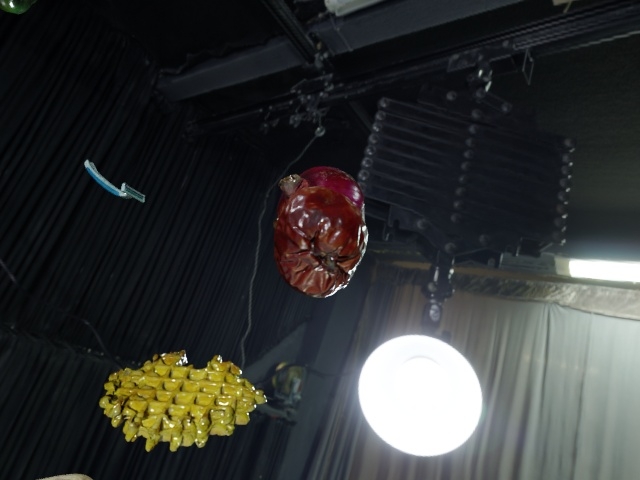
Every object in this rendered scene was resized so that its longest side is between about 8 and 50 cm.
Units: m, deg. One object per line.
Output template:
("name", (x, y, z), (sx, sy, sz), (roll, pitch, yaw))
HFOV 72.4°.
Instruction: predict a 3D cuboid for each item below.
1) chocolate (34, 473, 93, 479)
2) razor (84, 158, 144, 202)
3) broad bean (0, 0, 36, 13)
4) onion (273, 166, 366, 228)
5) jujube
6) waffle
("chocolate", (-0.576, 0.523, 0.827), (0.309, 0.134, 0.134), (1, -12, -21))
("razor", (-0.491, -0.137, 1.013), (0.191, 0.037, 0.068), (29, -8, 25))
("broad bean", (-0.662, -0.582, 0.966), (0.049, 0.292, 0.144), (11, -54, -20))
("onion", (-0.023, -0.120, 1.506), (0.347, 0.348, 0.385), (7, -21, 32))
("jujube", (0.000, 0.000, 0.997), (0.212, 0.213, 0.232), (18, -55, 3))
("waffle", (-0.226, 0.251, 0.718), (0.228, 0.051, 0.231), (23, 19, 40))
